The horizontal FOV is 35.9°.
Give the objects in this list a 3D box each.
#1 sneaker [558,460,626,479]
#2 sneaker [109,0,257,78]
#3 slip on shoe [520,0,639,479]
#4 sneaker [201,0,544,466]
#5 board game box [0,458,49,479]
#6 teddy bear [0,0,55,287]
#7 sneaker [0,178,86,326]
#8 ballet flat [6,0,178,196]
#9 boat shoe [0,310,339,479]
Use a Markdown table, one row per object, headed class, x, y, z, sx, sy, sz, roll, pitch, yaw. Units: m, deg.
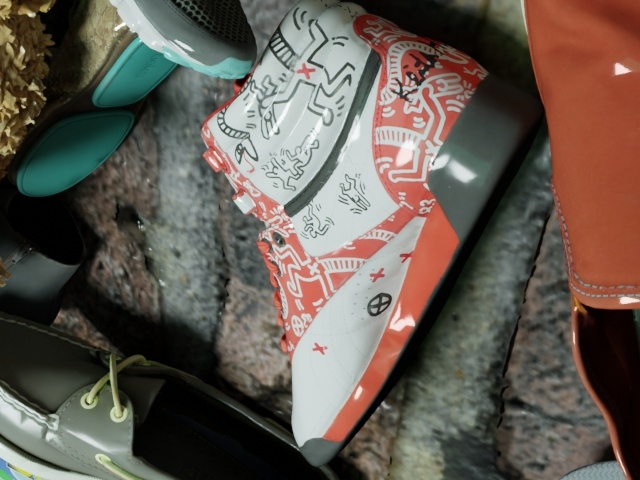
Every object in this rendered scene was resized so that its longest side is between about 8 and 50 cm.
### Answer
| class | x | y | z | sx | sy | sz | roll | pitch | yaw |
| --- | --- | --- | --- | --- | --- | --- | --- | --- | --- |
| sneaker | 0.243 | 0.156 | 0.497 | 0.258 | 0.094 | 0.091 | -6 | 139 | 41 |
| sneaker | -0.067 | -0.152 | 0.459 | 0.076 | 0.065 | 0.166 | -40 | 68 | 34 |
| slip on shoe | 0.147 | -0.011 | 0.401 | 0.123 | 0.101 | 0.331 | -4 | 108 | 38 |
| sneaker | 0.001 | -0.001 | 0.536 | 0.145 | 0.090 | 0.270 | 33 | 131 | 12 |
| board game box | -0.162 | 0.211 | 0.814 | 0.201 | 0.035 | 0.136 | 39 | 118 | 1 |
| teddy bear | -0.213 | -0.066 | 0.561 | 0.245 | 0.113 | 0.338 | 33 | 109 | 46 |
| sneaker | -0.270 | -0.028 | 0.720 | 0.222 | 0.083 | 0.118 | 37 | 132 | -7 |
| ballet flat | -0.137 | -0.099 | 0.587 | 0.206 | 0.073 | 0.067 | -35 | 72 | 42 |
| boat shoe | -0.127 | 0.128 | 0.694 | 0.305 | 0.109 | 0.091 | 32 | 126 | -7 |
